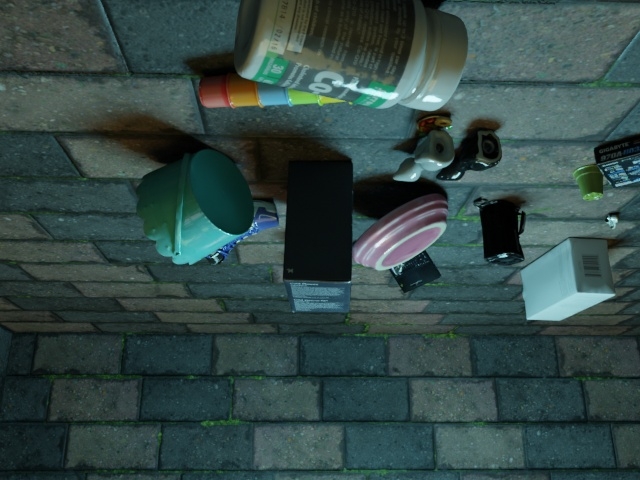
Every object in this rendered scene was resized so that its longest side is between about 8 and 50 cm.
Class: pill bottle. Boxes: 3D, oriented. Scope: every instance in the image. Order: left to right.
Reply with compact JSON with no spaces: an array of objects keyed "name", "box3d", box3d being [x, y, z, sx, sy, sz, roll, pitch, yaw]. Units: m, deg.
[{"name":"pill bottle","box3d":[0.051,-0.339,1.077,0.361,0.204,0.204,8,158,-20]}]

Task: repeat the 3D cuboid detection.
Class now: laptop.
[{"name":"laptop","box3d":[0.256,0.077,2.271,0.137,0.264,0.234,-31,178,-33]}]

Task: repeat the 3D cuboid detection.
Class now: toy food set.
[{"name":"toy food set","box3d":[0.272,-0.272,1.515,0.083,0.020,0.082,-4,159,8]}]

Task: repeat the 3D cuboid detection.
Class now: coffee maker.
[{"name":"coffee maker","box3d":[0.543,-0.022,1.957,0.171,0.178,0.120,7,157,-17]}]

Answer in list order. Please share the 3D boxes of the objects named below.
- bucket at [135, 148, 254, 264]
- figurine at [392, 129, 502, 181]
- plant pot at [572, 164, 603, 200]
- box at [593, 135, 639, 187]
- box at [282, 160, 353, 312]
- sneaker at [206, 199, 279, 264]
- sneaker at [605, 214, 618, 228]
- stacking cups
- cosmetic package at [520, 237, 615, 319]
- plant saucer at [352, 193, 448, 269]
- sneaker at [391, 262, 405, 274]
[{"name":"bucket","box3d":[-0.317,-0.094,1.646,0.183,0.281,0.281,-23,150,29]},{"name":"figurine","box3d":[0.308,-0.196,1.603,0.215,0.092,0.209,-3,166,-19]},{"name":"plant pot","box3d":[0.743,-0.154,1.747,0.084,0.079,0.083,-1,159,0]},{"name":"box","box3d":[0.841,-0.212,1.635,0.220,0.051,0.175,-15,155,34]},{"name":"box","box3d":[0.000,0.000,1.778,0.179,0.343,0.312,1,160,2]},{"name":"sneaker","box3d":[-0.281,-0.017,1.959,0.316,0.182,0.127,-3,160,7]},{"name":"sneaker","box3d":[0.944,-0.064,2.066,0.037,0.031,0.083,7,158,20]},{"name":"stacking cups","box3d":[-0.091,-0.309,1.309,0.317,0.095,0.096,-5,159,12]},{"name":"cosmetic package","box3d":[0.911,0.154,2.380,0.156,0.217,0.385,3,161,-8]},{"name":"plant saucer","box3d":[0.253,-0.011,1.916,0.332,0.084,0.332,-28,161,-11]},{"name":"sneaker","box3d":[0.233,0.043,2.183,0.071,0.068,0.169,10,139,55]}]
